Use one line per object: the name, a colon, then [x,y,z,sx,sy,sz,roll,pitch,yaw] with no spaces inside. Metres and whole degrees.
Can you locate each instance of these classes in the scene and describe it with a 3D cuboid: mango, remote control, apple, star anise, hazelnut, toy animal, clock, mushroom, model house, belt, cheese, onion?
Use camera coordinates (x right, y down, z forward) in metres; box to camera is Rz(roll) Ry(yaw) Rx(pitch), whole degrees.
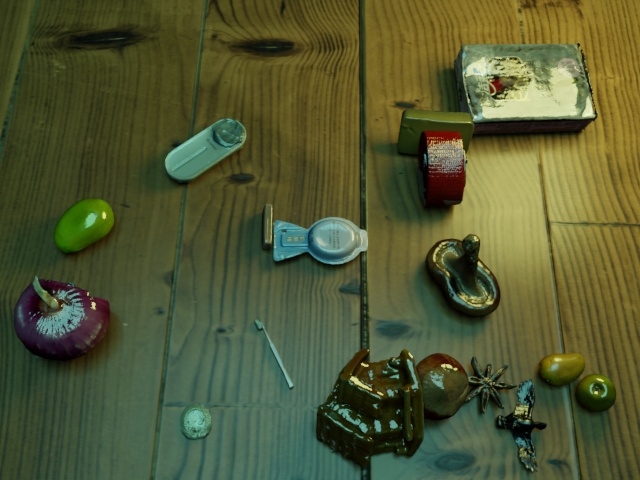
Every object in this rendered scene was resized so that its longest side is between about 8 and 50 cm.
mango: [-0.607,-0.043,1.784,0.163,0.089,0.117,-30,70,-14]
remote control: [-0.311,-0.244,1.907,0.247,0.052,0.104,-36,73,-17]
apple: [0.655,0.362,1.664,0.090,0.074,0.089,-8,64,17]
star anise: [0.395,0.348,1.675,0.141,0.042,0.141,1,66,-2]
hazelnut: [0.267,0.338,1.625,0.143,0.143,0.154,15,89,4]
toy animal: [0.474,0.430,1.641,0.108,0.062,0.220,11,63,-17]
clock: [-0.291,0.421,1.632,0.074,0.010,0.083,-9,66,-6]
mushroom: [0.361,0.066,1.704,0.148,0.217,0.227,-35,72,-17]
model house: [0.104,0.379,1.575,0.229,0.199,0.219,-9,54,-11]
belt: [0.328,-0.190,1.852,0.124,0.128,0.200,-1,91,-3]
cheese: [0.000,0.000,1.811,0.245,0.052,0.135,0,63,-1]
onion: [-0.610,0.192,1.640,0.207,0.201,0.200,20,63,-26]
mango: [0.585,0.307,1.692,0.114,0.060,0.080,-19,71,-15]

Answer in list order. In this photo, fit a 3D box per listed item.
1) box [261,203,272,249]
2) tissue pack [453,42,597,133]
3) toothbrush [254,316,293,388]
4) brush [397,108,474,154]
box: [-0.140,-0.036,1.823,0.025,0.048,0.115,3,66,-9]
tissue pack: [0.573,-0.430,1.991,0.362,0.122,0.259,-1,69,-5]
toothbrush: [-0.113,0.272,1.704,0.017,0.014,0.194,-26,70,-14]
brush: [0.311,-0.295,1.915,0.197,0.123,0.059,4,46,-1]
